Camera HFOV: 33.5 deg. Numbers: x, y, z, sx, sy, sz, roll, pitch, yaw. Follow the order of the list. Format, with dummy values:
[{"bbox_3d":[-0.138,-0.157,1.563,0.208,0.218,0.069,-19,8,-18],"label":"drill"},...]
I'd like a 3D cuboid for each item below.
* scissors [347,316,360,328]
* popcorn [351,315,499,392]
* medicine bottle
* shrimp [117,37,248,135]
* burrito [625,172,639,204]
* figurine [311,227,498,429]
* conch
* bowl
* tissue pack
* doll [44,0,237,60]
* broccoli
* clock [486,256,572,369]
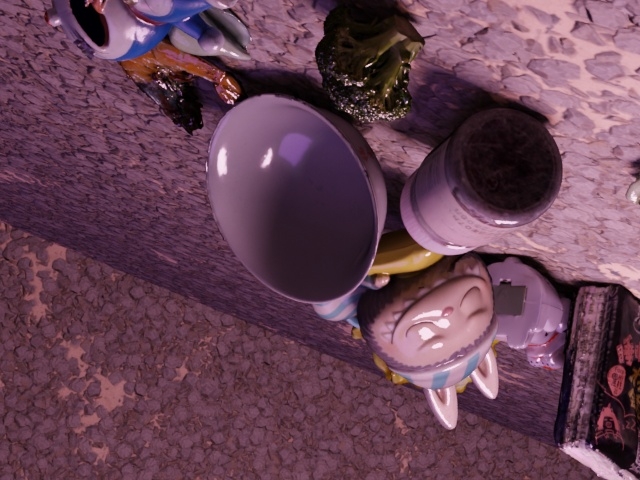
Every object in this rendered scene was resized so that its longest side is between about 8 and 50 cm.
[{"bbox_3d":[0.000,0.000,2.118,0.447,0.029,0.192,41,118,-9],"label":"scissors"},{"bbox_3d":[0.227,0.177,2.326,0.292,0.293,0.334,54,149,29],"label":"popcorn"},{"bbox_3d":[0.219,-0.075,1.507,0.165,0.165,0.273,22,166,-5],"label":"medicine bottle"},{"bbox_3d":[-0.206,-0.242,1.706,0.222,0.054,0.290,16,161,19],"label":"shrimp"},{"bbox_3d":[0.452,-0.073,1.427,0.074,0.044,0.118,22,163,-15],"label":"burrito"},{"bbox_3d":[0.147,0.175,1.906,0.361,0.378,0.266,-9,-172,41],"label":"figurine"},{"bbox_3d":[-0.168,-0.300,1.456,0.180,0.088,0.065,20,-149,-21],"label":"conch"},{"bbox_3d":[-0.006,-0.084,1.698,0.345,0.346,0.157,10,-154,37],"label":"bowl"},{"bbox_3d":[0.548,0.272,1.981,0.123,0.332,0.245,-7,149,43],"label":"tissue pack"},{"bbox_3d":[-0.221,-0.305,1.299,0.257,0.161,0.215,-10,120,43],"label":"doll"},{"bbox_3d":[0.055,-0.215,1.298,0.162,0.146,0.138,17,133,-43],"label":"broccoli"},{"bbox_3d":[0.423,0.152,2.069,0.254,0.189,0.189,24,167,-41],"label":"clock"}]
